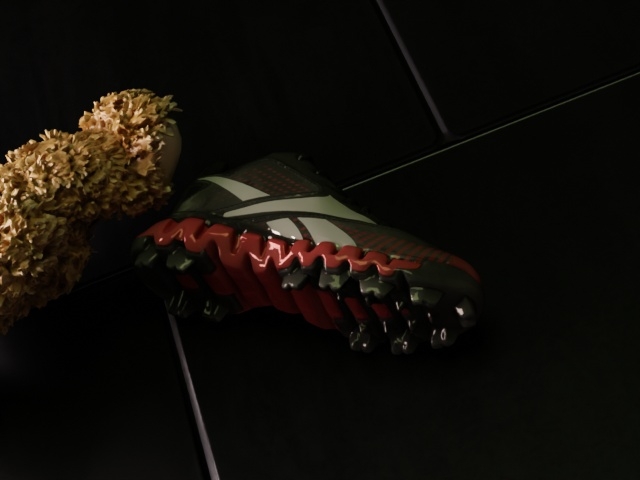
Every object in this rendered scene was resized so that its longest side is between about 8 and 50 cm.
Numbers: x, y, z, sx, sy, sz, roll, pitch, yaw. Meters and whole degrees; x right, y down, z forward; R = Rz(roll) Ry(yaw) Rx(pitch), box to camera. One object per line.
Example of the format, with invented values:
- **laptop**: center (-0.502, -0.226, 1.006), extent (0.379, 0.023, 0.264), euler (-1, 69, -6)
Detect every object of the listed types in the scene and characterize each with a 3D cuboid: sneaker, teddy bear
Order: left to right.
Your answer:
- **teddy bear**: center (-0.244, -0.007, 1.212), extent (0.338, 0.113, 0.245), euler (-36, 24, 5)
- **sneaker**: center (0.000, 0.000, 1.169), extent (0.276, 0.097, 0.135), euler (9, 55, 30)
